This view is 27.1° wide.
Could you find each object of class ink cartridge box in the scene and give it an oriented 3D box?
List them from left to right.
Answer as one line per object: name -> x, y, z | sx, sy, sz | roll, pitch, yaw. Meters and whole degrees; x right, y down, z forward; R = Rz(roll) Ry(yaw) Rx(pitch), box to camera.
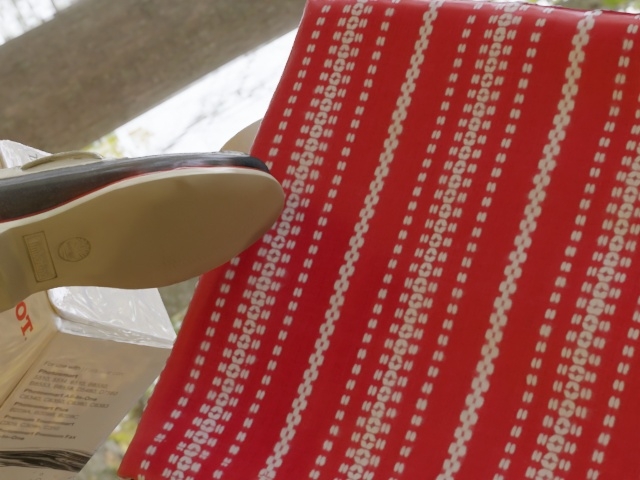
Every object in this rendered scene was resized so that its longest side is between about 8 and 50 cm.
ink cartridge box -> -0.184, 0.068, 0.760 | 0.203, 0.086, 0.148 | -48, -132, 25

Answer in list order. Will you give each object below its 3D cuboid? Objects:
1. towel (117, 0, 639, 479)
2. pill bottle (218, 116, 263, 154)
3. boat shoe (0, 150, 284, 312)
towel -> 0.068, 0.020, 0.385 | 0.275, 0.199, 0.031 | 13, -13, 39
pill bottle -> 0.000, 0.000, 0.987 | 0.187, 0.112, 0.112 | 62, -26, 13
boat shoe -> -0.080, -0.008, 0.425 | 0.043, 0.137, 0.049 | -119, -160, -44
